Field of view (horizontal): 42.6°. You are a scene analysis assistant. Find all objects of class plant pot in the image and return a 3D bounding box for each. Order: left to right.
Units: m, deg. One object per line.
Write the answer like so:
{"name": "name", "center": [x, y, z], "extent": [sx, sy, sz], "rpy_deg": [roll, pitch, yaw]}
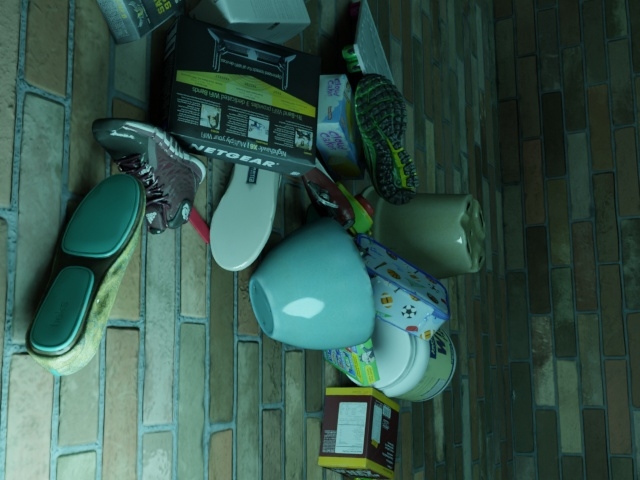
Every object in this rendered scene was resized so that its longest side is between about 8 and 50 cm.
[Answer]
{"name": "plant pot", "center": [-0.039, 0.114, 1.761], "extent": [0.195, 0.290, 0.290], "rpy_deg": [-17, 103, -22]}
{"name": "plant pot", "center": [0.301, -0.007, 2.361], "extent": [0.334, 0.305, 0.334], "rpy_deg": [17, 71, -61]}

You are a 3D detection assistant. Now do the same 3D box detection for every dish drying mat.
{"name": "dish drying mat", "center": [-0.241, -0.031, 1.633], "extent": [0.083, 0.008, 0.032], "rpy_deg": [58, 36, -40]}

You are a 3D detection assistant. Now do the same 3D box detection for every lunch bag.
{"name": "lunch bag", "center": [0.180, 0.106, 2.053], "extent": [0.303, 0.115, 0.243], "rpy_deg": [34, 22, -7]}

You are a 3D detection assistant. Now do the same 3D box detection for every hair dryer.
{"name": "hair dryer", "center": [0.021, -0.102, 1.904], "extent": [0.224, 0.080, 0.293], "rpy_deg": [61, -4, -35]}

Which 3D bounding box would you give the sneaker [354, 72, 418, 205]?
{"name": "sneaker", "center": [0.148, -0.260, 2.126], "extent": [0.146, 0.134, 0.344], "rpy_deg": [-165, -116, -71]}

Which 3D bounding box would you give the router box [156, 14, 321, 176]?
{"name": "router box", "center": [-0.154, -0.275, 1.600], "extent": [0.308, 0.081, 0.243], "rpy_deg": [11, 72, -26]}

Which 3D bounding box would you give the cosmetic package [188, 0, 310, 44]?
{"name": "cosmetic package", "center": [-0.144, -0.463, 1.706], "extent": [0.231, 0.117, 0.086], "rpy_deg": [-18, 86, -45]}

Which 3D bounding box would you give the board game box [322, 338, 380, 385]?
{"name": "board game box", "center": [0.041, 0.165, 1.944], "extent": [0.046, 0.213, 0.317], "rpy_deg": [-19, 106, -21]}

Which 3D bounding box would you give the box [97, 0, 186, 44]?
{"name": "box", "center": [-0.344, -0.493, 1.460], "extent": [0.183, 0.056, 0.231], "rpy_deg": [-59, 136, -50]}

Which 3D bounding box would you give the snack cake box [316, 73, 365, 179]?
{"name": "snack cake box", "center": [0.050, -0.286, 2.114], "extent": [0.264, 0.089, 0.152], "rpy_deg": [58, 37, -58]}

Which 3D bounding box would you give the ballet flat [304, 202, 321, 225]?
{"name": "ballet flat", "center": [0.000, 0.000, 2.053], "extent": [0.067, 0.073, 0.206], "rpy_deg": [-83, 167, -81]}

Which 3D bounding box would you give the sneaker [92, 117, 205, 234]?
{"name": "sneaker", "center": [-0.297, -0.099, 1.435], "extent": [0.281, 0.106, 0.163], "rpy_deg": [31, 62, -59]}

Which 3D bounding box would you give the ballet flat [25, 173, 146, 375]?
{"name": "ballet flat", "center": [-0.360, 0.054, 1.292], "extent": [0.123, 0.123, 0.349], "rpy_deg": [55, 39, -45]}

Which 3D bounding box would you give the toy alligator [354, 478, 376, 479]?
{"name": "toy alligator", "center": [0.115, 0.634, 2.168], "extent": [0.051, 0.056, 0.190], "rpy_deg": [133, -39, -71]}

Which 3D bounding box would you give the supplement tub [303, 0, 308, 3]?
{"name": "supplement tub", "center": [-0.135, -0.611, 1.742], "extent": [0.316, 0.193, 0.194], "rpy_deg": [-9, 94, -62]}

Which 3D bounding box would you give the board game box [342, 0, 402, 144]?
{"name": "board game box", "center": [0.155, -0.448, 2.342], "extent": [0.390, 0.050, 0.390], "rpy_deg": [-80, 152, -54]}

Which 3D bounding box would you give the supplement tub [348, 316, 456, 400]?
{"name": "supplement tub", "center": [0.207, 0.306, 2.197], "extent": [0.325, 0.235, 0.236], "rpy_deg": [25, 63, -60]}

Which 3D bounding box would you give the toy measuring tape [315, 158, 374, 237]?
{"name": "toy measuring tape", "center": [0.054, -0.101, 2.095], "extent": [0.330, 0.121, 0.121], "rpy_deg": [53, 41, -42]}

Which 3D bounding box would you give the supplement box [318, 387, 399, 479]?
{"name": "supplement box", "center": [0.101, 0.490, 2.074], "extent": [0.191, 0.129, 0.194], "rpy_deg": [42, 49, -53]}

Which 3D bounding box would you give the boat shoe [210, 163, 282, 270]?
{"name": "boat shoe", "center": [-0.136, -0.089, 1.727], "extent": [0.158, 0.127, 0.341], "rpy_deg": [70, 33, -75]}
